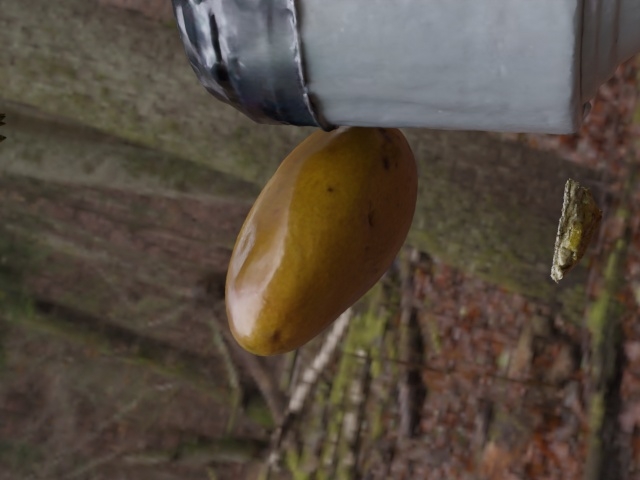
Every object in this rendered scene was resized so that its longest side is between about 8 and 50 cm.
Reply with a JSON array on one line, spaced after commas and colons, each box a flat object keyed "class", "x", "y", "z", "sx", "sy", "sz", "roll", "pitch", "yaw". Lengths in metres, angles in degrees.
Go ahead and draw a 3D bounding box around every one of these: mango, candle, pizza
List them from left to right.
[{"class": "mango", "x": 0.000, "y": 0.000, "z": 0.903, "sx": 0.227, "sy": 0.109, "sz": 0.147, "roll": -58, "pitch": -9, "yaw": -36}, {"class": "candle", "x": 0.087, "y": -0.179, "z": 0.792, "sx": 0.221, "sy": 0.342, "sz": 0.221, "roll": 3, "pitch": -90, "yaw": -74}, {"class": "pizza", "x": 0.282, "y": -0.021, "z": 1.323, "sx": 0.123, "sy": 0.026, "sz": 0.108, "roll": -53, "pitch": -39, "yaw": -35}]

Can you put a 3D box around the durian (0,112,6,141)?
[{"class": "durian", "x": -0.365, "y": -0.132, "z": 0.886, "sx": 0.225, "sy": 0.291, "sz": 0.291, "roll": -33, "pitch": -8, "yaw": -8}]
